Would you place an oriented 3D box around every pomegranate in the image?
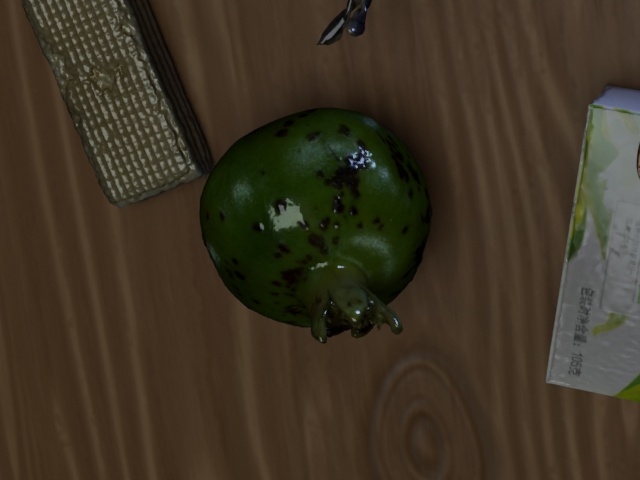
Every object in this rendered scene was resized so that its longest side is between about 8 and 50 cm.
[{"bbox_3d":[0.000,0.000,1.617,0.211,0.263,0.211,-7,139,-6],"label":"pomegranate"}]

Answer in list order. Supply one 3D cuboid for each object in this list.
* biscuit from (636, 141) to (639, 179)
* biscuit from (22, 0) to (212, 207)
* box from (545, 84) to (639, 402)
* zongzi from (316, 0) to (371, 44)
[{"bbox_3d":[0.301,-0.074,1.505,0.078,0.015,0.091,22,107,10],"label":"biscuit"},{"bbox_3d":[-0.194,-0.153,1.728,0.108,0.062,0.239,-19,98,21],"label":"biscuit"},{"bbox_3d":[0.314,0.010,1.588,0.194,0.111,0.261,10,105,15],"label":"box"},{"bbox_3d":[-0.070,-0.454,1.585,0.467,0.218,0.500,21,125,38],"label":"zongzi"}]
